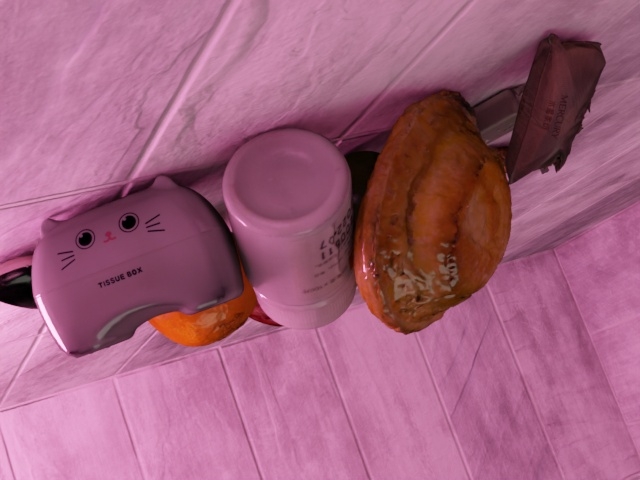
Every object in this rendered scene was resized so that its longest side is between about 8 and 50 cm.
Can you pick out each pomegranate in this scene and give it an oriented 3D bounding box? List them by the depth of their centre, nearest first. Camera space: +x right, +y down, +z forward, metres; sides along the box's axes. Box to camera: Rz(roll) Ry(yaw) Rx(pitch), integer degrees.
[{"bbox_3d":[0.052,-0.078,1.972,0.224,0.181,0.181,-8,171,13],"label":"pomegranate"}]

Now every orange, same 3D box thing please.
[{"bbox_3d":[-0.242,0.081,2.055,0.246,0.246,0.246,-19,168,-4],"label":"orange"}]

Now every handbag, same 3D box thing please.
[{"bbox_3d":[0.406,-0.230,1.804,0.182,0.117,0.270,-12,123,-42],"label":"handbag"}]

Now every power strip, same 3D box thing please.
[{"bbox_3d":[0.275,-0.202,2.035,0.338,0.058,0.098,-28,167,36],"label":"power strip"}]

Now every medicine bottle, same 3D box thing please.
[{"bbox_3d":[-0.041,-0.008,1.786,0.211,0.211,0.371,-19,151,-6],"label":"medicine bottle"}]

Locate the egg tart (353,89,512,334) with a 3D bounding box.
[{"bbox_3d":[0.221,-0.042,1.823,0.178,0.443,0.443,13,-173,31],"label":"egg tart"}]

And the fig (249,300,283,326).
[{"bbox_3d":[-0.100,0.077,2.313,0.263,0.224,0.224,-13,168,-3],"label":"fig"}]

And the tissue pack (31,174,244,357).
[{"bbox_3d":[-0.312,0.039,1.762,0.333,0.236,0.229,-20,177,3],"label":"tissue pack"}]

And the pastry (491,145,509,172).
[{"bbox_3d":[0.415,-0.179,2.365,0.169,0.063,0.087,-11,168,-41],"label":"pastry"}]

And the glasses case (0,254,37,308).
[{"bbox_3d":[-0.520,0.080,1.950,0.122,0.075,0.314,-20,169,7],"label":"glasses case"}]
